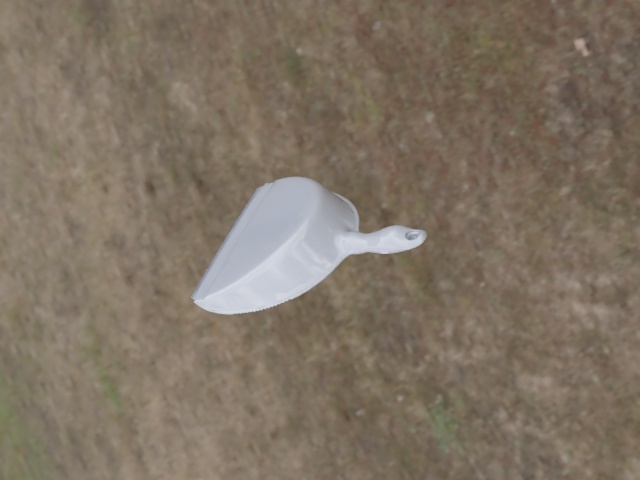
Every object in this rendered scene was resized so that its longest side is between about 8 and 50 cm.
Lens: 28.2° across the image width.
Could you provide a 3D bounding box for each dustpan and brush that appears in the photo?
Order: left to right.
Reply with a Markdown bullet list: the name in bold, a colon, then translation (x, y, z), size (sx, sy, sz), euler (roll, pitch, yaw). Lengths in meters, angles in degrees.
- **dustpan and brush**: translation (0.000, 0.000, 1.063), size (0.060, 0.147, 0.211), euler (44, 146, -23)
